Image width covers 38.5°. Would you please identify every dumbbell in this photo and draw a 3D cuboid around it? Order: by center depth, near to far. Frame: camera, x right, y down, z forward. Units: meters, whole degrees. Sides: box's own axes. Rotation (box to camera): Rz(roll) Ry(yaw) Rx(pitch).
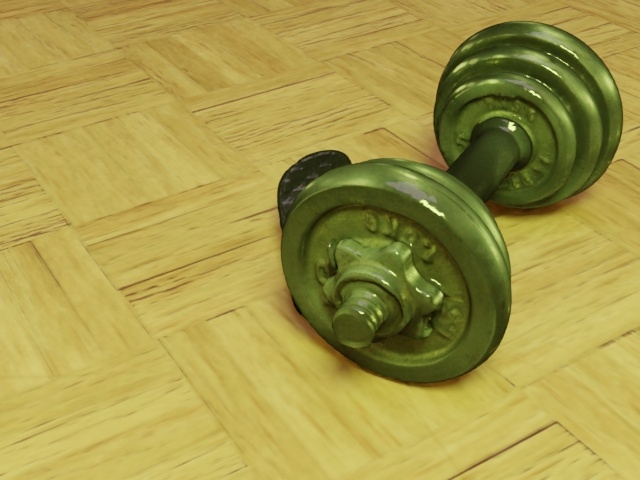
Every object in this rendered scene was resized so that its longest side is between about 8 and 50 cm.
[{"bbox_3d":[0.119,-0.044,0.741,0.179,0.179,0.406,16,38,25],"label":"dumbbell"}]

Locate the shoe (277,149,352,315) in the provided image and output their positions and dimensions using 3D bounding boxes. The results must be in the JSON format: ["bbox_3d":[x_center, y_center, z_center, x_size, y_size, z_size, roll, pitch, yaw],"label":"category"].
[{"bbox_3d":[0.000,0.000,0.804,0.071,0.049,0.179,-6,53,4],"label":"shoe"}]
